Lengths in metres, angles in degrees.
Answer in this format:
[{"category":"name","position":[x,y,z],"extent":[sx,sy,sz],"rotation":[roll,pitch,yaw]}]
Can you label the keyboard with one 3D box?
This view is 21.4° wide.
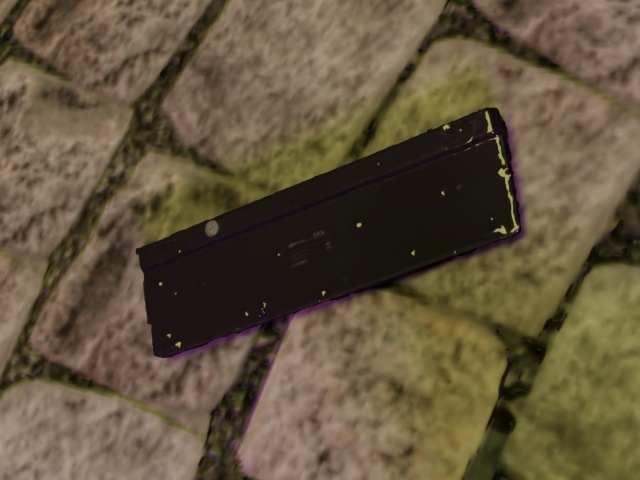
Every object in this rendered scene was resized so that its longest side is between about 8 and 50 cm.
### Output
[{"category":"keyboard","position":[0.000,0.000,0.752],"extent":[0.196,0.018,0.060],"rotation":[-20,65,29]}]
